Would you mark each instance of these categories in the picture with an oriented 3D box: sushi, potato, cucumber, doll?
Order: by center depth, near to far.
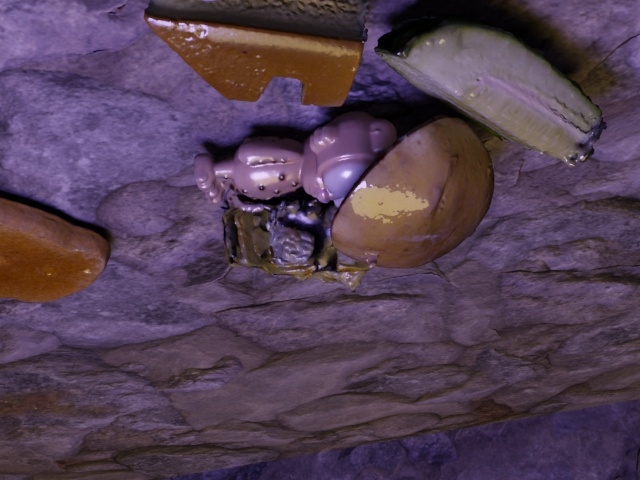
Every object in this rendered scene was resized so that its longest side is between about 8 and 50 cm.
[{"bbox_3d":[0.194,-0.197,1.131,0.325,0.145,0.105,20,97,-38],"label":"cucumber"},{"bbox_3d":[0.132,-0.038,1.232,0.239,0.116,0.299,-41,163,9],"label":"potato"},{"bbox_3d":[-0.025,-0.094,1.261,0.278,0.119,0.154,-10,156,17],"label":"doll"},{"bbox_3d":[0.000,0.002,1.407,0.290,0.139,0.131,-1,167,-11],"label":"sushi"}]

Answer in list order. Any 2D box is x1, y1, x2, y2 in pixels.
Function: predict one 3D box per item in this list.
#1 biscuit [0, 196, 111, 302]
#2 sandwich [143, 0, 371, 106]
[{"bbox_3d":[-0.503,0.020,1.421,0.343,0.057,0.287,19,143,-40],"label":"biscuit"},{"bbox_3d":[-0.069,-0.225,0.997,0.235,0.122,0.128,4,147,-15],"label":"sandwich"}]
